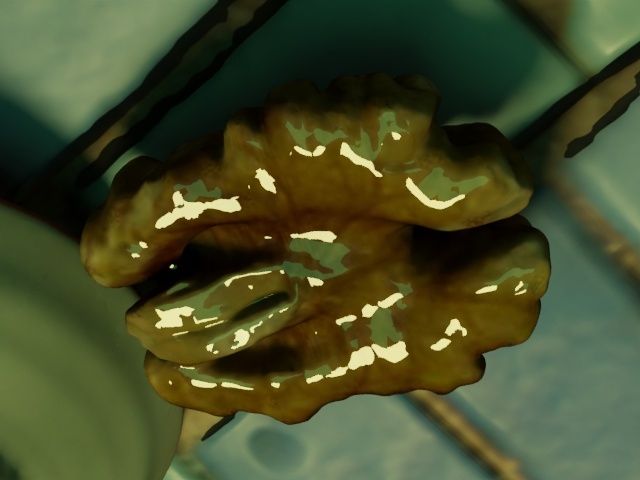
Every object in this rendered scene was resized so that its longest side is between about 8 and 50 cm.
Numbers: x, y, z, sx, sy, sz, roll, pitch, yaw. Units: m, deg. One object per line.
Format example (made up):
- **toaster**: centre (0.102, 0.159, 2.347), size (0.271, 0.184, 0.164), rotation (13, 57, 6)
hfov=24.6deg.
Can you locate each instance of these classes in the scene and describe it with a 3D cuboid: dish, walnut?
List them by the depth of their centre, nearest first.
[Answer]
- **walnut**: centre (0.000, 0.000, 0.555), size (0.170, 0.069, 0.143), rotation (-13, 120, 15)
- **dish**: centre (-0.184, 0.097, 0.587), size (0.260, 0.085, 0.260), rotation (-4, 131, -4)
